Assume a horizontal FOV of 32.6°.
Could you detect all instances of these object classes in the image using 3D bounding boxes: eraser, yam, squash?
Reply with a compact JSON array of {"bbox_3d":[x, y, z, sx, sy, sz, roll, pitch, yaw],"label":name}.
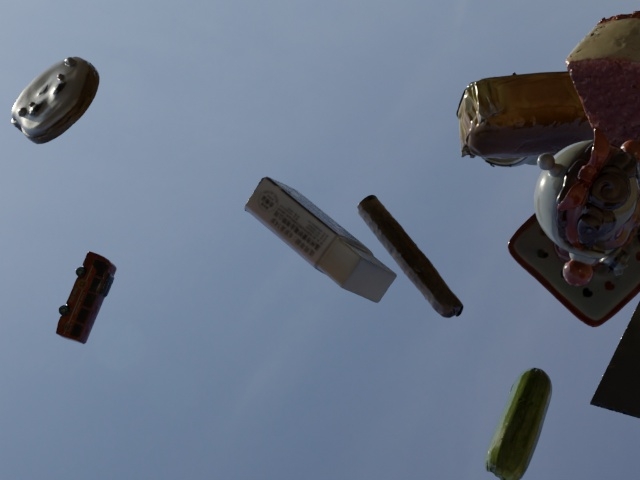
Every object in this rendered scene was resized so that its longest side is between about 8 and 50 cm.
[{"bbox_3d":[0.000,0.000,1.567,0.210,0.068,0.124,39,-175,31],"label":"eraser"},{"bbox_3d":[0.140,0.026,1.730,0.046,0.046,0.264,-8,-133,-35],"label":"yam"},{"bbox_3d":[0.312,0.288,1.705,0.069,0.069,0.239,26,-136,8],"label":"squash"}]

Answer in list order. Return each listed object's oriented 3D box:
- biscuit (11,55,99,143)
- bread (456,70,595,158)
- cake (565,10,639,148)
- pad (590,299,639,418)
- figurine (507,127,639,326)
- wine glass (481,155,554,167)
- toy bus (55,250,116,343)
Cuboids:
[{"bbox_3d":[-0.479,-0.258,1.964,0.049,0.181,0.208,44,178,-35],"label":"biscuit"},{"bbox_3d":[0.354,-0.204,1.814,0.241,0.136,0.107,-4,-119,-12],"label":"bread"},{"bbox_3d":[0.440,-0.200,1.612,0.159,0.262,0.158,27,-134,24],"label":"cake"},{"bbox_3d":[0.579,0.115,1.612,0.247,0.368,0.007,18,-165,-12],"label":"pad"},{"bbox_3d":[0.305,-0.043,1.210,0.160,0.183,0.226,46,178,27],"label":"figurine"},{"bbox_3d":[0.399,-0.222,2.193,0.165,0.165,0.196,37,-164,22],"label":"wine glass"},{"bbox_3d":[-0.285,0.070,1.333,0.043,0.031,0.110,18,-102,15],"label":"toy bus"}]
